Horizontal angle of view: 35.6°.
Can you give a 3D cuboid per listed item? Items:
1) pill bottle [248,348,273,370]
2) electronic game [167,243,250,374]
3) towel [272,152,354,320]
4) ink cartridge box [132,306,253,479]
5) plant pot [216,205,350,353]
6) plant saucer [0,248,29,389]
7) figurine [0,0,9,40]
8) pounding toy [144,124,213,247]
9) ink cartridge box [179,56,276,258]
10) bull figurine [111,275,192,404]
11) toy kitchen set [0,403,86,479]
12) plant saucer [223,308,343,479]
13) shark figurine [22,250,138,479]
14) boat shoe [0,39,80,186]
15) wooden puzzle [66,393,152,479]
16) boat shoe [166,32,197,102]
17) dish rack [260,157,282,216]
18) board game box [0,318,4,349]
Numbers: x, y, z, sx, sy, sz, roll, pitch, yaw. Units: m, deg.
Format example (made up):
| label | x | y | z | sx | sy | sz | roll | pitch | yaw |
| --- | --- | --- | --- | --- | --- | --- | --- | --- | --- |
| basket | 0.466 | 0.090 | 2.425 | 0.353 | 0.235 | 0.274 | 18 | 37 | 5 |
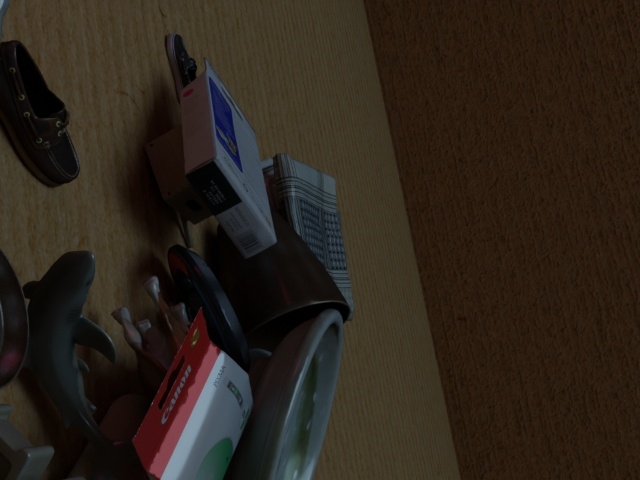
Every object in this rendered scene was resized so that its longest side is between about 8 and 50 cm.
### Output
| label | x | y | z | sx | sy | sz | roll | pitch | yaw |
| --- | --- | --- | --- | --- | --- | --- | --- | --- | --- |
| pill bottle | -0.078 | 0.251 | 1.699 | 0.193 | 0.108 | 0.108 | 37 | 41 | -64 |
| electronic game | -0.167 | 0.111 | 1.465 | 0.229 | 0.048 | 0.229 | 54 | -19 | 29 |
| towel | 0.000 | 0.000 | 2.029 | 0.324 | 0.056 | 0.312 | 26 | 52 | -70 |
| ink cartridge box | -0.140 | 0.211 | 1.159 | 0.225 | 0.056 | 0.181 | 90 | 20 | -55 |
| plant pot | -0.090 | 0.059 | 1.710 | 0.231 | 0.215 | 0.215 | 67 | 12 | 23 |
| plant saucer | -0.345 | 0.067 | 0.967 | 0.168 | 0.029 | 0.169 | -14 | 90 | -74 |
| figurine | -0.415 | -0.191 | 1.044 | 0.215 | 0.092 | 0.210 | 37 | 48 | -66 |
| pounding toy | -0.215 | -0.083 | 1.599 | 0.130 | 0.100 | 0.141 | 67 | 9 | 26 |
| ink cartridge box | -0.153 | -0.142 | 1.592 | 0.176 | 0.069 | 0.371 | 56 | 12 | -32 |
| bull figurine | -0.188 | 0.170 | 1.341 | 0.188 | 0.101 | 0.310 | 58 | -9 | 15 |
| toy kitchen set | -0.302 | 0.207 | 0.791 | 0.207 | 0.122 | 0.166 | 38 | 7 | 19 |
| plant saucer | -0.067 | 0.284 | 1.448 | 0.400 | 0.100 | 0.401 | 14 | 90 | -79 |
| shark figurine | -0.296 | 0.149 | 1.095 | 0.116 | 0.166 | 0.278 | -30 | 115 | -50 |
| boat shoe | -0.349 | -0.153 | 1.227 | 0.073 | 0.073 | 0.207 | -90 | 159 | -46 |
| wooden puzzle | -0.213 | 0.406 | 1.186 | 0.348 | 0.080 | 0.322 | 64 | 18 | -19 |
| boat shoe | -0.239 | -0.305 | 1.778 | 0.049 | 0.040 | 0.142 | 7 | 69 | -72 |
| dish rack | -0.058 | -0.008 | 2.068 | 0.285 | 0.072 | 0.333 | -39 | 114 | -73 |
| board game box | -0.389 | 0.099 | 0.920 | 0.243 | 0.042 | 0.165 | -77 | 147 | -58 |
